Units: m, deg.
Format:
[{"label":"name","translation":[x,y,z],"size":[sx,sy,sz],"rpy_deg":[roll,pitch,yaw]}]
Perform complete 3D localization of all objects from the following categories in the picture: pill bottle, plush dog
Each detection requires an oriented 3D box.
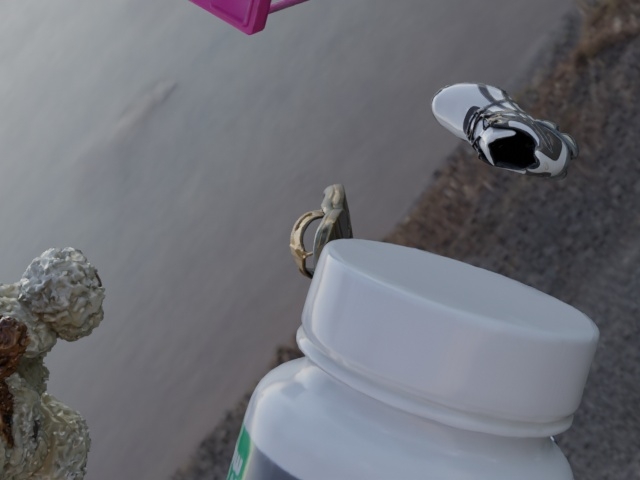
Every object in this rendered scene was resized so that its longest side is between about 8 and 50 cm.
[{"label":"pill bottle","translation":[0.033,0.195,0.793],"size":[0.204,0.204,0.361],"rpy_deg":[31,108,56]},{"label":"plush dog","translation":[-0.308,0.142,1.141],"size":[0.225,0.210,0.263],"rpy_deg":[-98,17,-72]}]

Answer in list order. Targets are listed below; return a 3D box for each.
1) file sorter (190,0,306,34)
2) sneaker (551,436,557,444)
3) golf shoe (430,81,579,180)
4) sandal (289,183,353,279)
[{"label":"file sorter","translation":[-0.092,-0.347,1.115],"size":[0.290,0.182,0.202],"rpy_deg":[33,127,23]},{"label":"sneaker","translation":[0.146,0.249,1.563],"size":[0.099,0.282,0.153],"rpy_deg":[-60,-14,-68]},{"label":"golf shoe","translation":[0.200,-0.132,1.507],"size":[0.198,0.094,0.077],"rpy_deg":[27,113,31]},{"label":"sandal","translation":[0.000,0.000,1.063],"size":[0.049,0.072,0.180],"rpy_deg":[-6,18,4]}]
